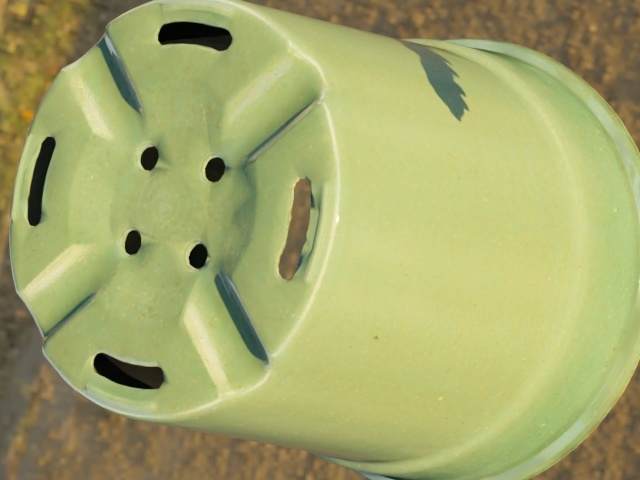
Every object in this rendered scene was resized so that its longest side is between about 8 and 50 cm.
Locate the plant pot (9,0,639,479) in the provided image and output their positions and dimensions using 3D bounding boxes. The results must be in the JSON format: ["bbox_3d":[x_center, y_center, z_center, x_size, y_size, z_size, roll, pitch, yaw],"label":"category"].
[{"bbox_3d":[0.000,0.000,1.081,0.341,0.334,0.341,-5,81,34],"label":"plant pot"}]
